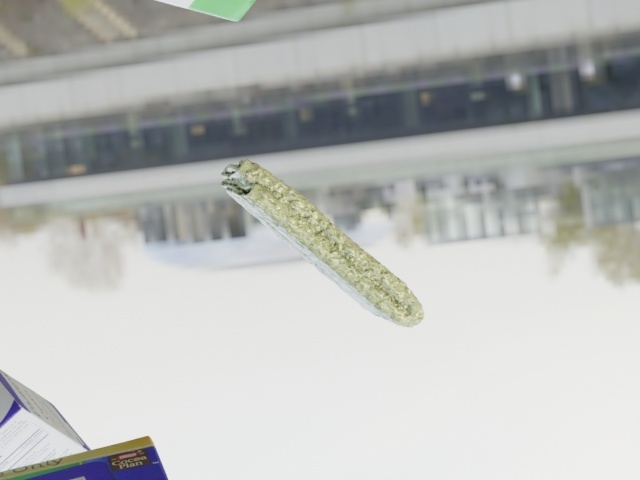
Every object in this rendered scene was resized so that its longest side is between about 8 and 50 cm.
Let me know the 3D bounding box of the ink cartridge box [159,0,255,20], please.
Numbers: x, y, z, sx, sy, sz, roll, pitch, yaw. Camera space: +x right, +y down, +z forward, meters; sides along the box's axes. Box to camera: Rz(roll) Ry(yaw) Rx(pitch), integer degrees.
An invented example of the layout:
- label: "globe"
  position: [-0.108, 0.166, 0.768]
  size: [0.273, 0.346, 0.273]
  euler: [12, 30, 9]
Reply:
- label: "ink cartridge box"
  position: [-0.133, -0.237, 1.277]
  size: [0.208, 0.153, 0.087]
  euler: [8, 133, -48]

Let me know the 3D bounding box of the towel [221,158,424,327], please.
- label: "towel"
  position: [0.000, 0.000, 1.240]
  size: [0.027, 0.148, 0.110]
  euler: [-50, -170, -3]

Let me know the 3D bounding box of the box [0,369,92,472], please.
- label: "box"
  position: [-0.282, 0.181, 1.676]
  size: [0.126, 0.072, 0.137]
  euler: [-43, 149, -1]

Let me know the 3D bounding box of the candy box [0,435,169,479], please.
- label: "candy box"
  position: [-0.192, 0.257, 1.206]
  size: [0.268, 0.122, 0.317]
  euler: [-14, -160, -10]
